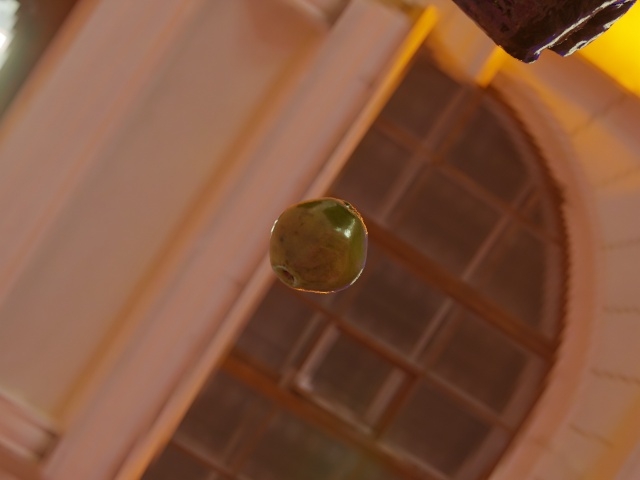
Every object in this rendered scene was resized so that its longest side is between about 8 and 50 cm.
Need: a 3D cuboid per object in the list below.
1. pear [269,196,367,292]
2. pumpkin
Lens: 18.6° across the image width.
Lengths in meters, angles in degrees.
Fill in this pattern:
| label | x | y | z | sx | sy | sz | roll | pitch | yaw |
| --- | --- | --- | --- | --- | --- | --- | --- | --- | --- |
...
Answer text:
| label | x | y | z | sx | sy | sz | roll | pitch | yaw |
| --- | --- | --- | --- | --- | --- | --- | --- | --- | --- |
| pear | 0.000 | 0.000 | 1.807 | 0.092 | 0.092 | 0.097 | -24 | -155 | 55 |
| pumpkin | 0.227 | -0.321 | 1.883 | 0.232 | 0.242 | 0.325 | -45 | 176 | 18 |
